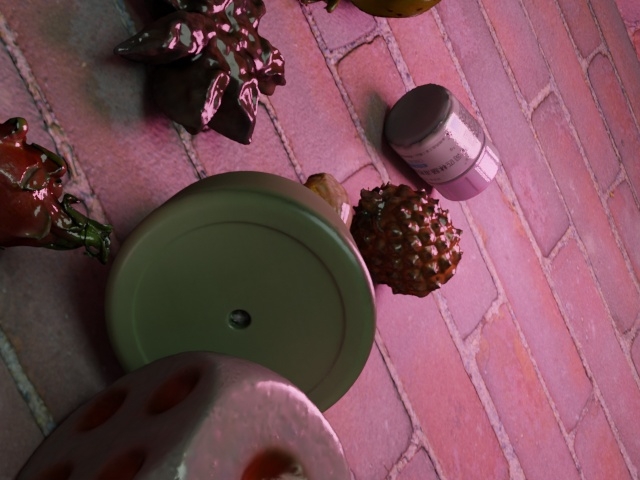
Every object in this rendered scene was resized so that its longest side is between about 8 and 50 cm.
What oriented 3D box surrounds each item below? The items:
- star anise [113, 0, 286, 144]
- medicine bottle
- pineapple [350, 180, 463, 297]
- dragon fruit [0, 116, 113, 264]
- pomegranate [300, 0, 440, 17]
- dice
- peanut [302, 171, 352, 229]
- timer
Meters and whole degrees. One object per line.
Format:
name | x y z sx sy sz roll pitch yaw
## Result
star anise | -0.154 -0.270 1.454 0.315 0.108 0.315 19 67 -55
medicine bottle | 0.202 -0.158 1.878 0.168 0.135 0.135 41 46 -38
pineapple | 0.115 -0.013 1.681 0.193 0.166 0.166 46 43 -34
dragon fruit | -0.308 -0.039 1.121 0.236 0.137 0.135 36 64 -39
pomegranate | 0.107 -0.452 1.787 0.286 0.231 0.231 -32 102 -55
dice | -0.137 0.270 1.128 0.243 0.251 0.259 54 39 -22
peanut | 0.000 0.000 1.573 0.087 0.087 0.206 33 50 -43
timer | -0.077 0.028 1.347 0.290 0.291 0.315 61 13 -17
